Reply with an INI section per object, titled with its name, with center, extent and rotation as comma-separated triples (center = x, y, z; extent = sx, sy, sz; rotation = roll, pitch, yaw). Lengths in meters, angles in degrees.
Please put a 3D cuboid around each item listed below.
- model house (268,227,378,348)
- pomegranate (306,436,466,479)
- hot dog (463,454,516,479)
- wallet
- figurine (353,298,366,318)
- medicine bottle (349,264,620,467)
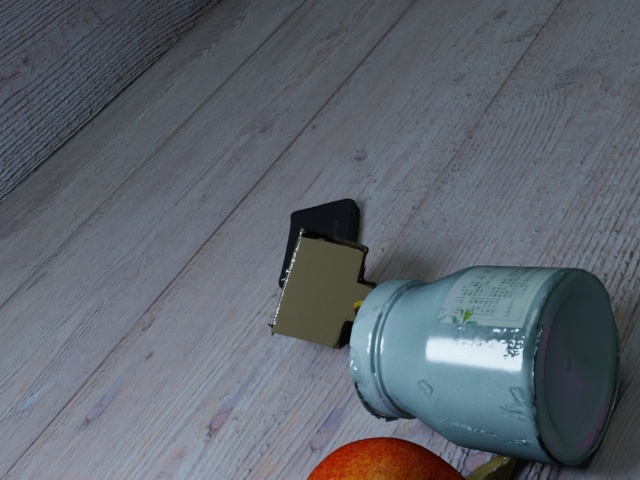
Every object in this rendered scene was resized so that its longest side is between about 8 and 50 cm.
[model house]
center = 0.022, 0.084, 1.734
extent = 0.176, 0.181, 0.248
rotation = 16, 3, 0
[pomegranate]
center = 0.072, 0.349, 1.172
extent = 0.221, 0.221, 0.257
rotation = -15, 39, 23
[hot dog]
center = 0.215, 0.302, 1.299
extent = 0.090, 0.034, 0.030
rotation = -23, 12, -34
[wallet]
center = 0.000, 0.000, 1.959
extent = 0.149, 0.044, 0.250
rotation = -14, 31, 17
[figurine]
center = 0.084, 0.160, 1.536
extent = 0.082, 0.098, 0.154
rotation = -10, 70, 23
[medicine bottle]
center = 0.206, 0.153, 1.333
extent = 0.290, 0.245, 0.245
rotation = 0, 39, 40
